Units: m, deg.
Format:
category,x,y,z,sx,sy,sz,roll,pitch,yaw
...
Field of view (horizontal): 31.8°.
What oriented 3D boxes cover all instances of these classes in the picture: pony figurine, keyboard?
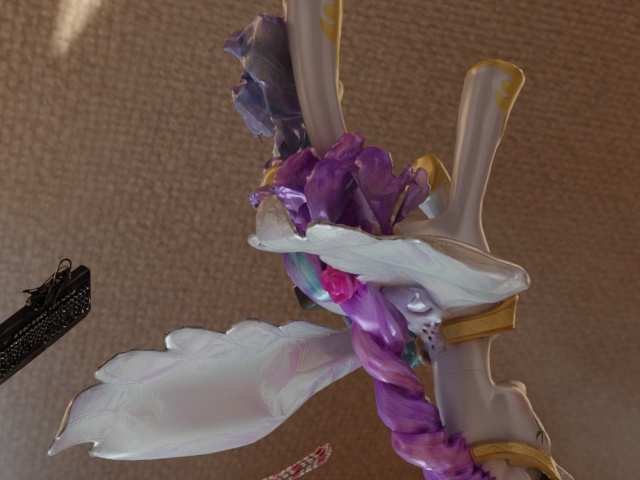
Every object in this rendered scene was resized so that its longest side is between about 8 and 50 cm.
category,x,y,z,sx,sy,sz,roll,pitch,yaw
pony figurine,0.033,0.017,0.726,0.351,0.363,0.303,16,145,-36
keyboard,-0.328,0.094,1.357,0.038,0.192,0.100,12,120,21

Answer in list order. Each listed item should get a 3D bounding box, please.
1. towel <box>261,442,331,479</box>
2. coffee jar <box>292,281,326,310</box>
category,x,y,z,sx,sy,sz,roll,pitch,yaw
towel,-0.069,0.430,2.066,0.197,0.144,0.029,-29,83,0
coffee jar,0.000,0.000,1.449,0.096,0.184,0.079,-1,159,-39
